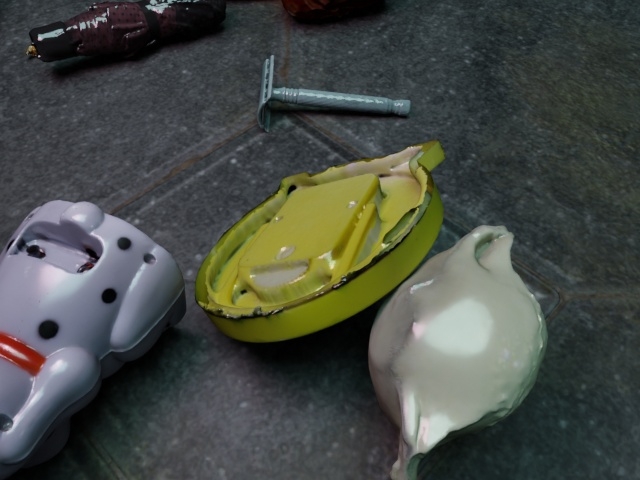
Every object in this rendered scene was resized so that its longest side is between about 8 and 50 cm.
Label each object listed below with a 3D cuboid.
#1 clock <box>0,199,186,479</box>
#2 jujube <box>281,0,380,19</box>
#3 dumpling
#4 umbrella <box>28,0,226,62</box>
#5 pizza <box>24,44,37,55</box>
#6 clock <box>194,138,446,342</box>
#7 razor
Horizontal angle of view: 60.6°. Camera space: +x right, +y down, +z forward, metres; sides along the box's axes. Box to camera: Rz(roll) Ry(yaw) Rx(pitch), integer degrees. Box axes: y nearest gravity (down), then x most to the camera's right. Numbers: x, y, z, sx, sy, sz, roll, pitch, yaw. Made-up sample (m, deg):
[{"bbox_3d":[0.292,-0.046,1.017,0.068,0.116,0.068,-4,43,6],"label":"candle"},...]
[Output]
[{"bbox_3d":[-0.261,0.108,0.503,0.189,0.188,0.253,17,53,10],"label":"clock"},{"bbox_3d":[0.027,-0.484,0.985,0.230,0.155,0.155,-23,57,-7],"label":"jujube"},{"bbox_3d":[0.120,0.102,0.516,0.147,0.193,0.258,22,72,9],"label":"dumpling"},{"bbox_3d":[-0.307,-0.354,0.903,0.326,0.094,0.090,-27,31,-22],"label":"umbrella"},{"bbox_3d":[-0.457,-0.325,0.922,0.083,0.016,0.037,-34,60,-29],"label":"pizza"},{"bbox_3d":[0.001,0.004,0.597,0.277,0.071,0.293,-5,34,40],"label":"clock"},{"bbox_3d":[0.022,-0.217,0.837,0.232,0.068,0.106,3,53,-6],"label":"razor"}]
